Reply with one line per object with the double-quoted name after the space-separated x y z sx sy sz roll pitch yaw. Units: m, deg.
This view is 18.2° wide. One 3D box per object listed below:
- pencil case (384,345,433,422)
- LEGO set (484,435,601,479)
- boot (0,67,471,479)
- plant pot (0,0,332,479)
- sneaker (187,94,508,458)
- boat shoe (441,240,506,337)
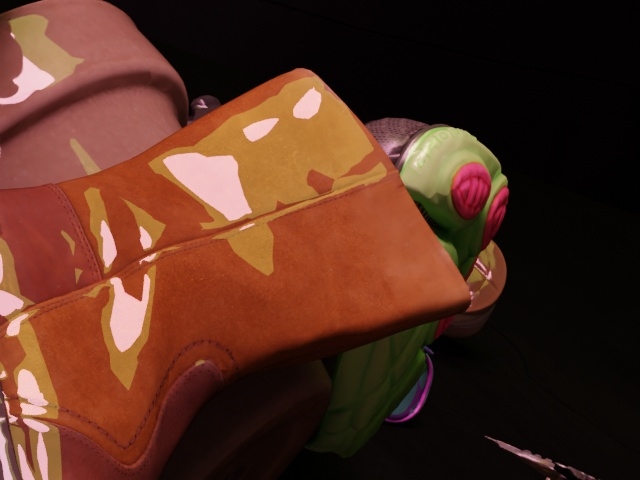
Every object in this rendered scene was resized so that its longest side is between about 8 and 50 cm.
0.024 0.081 1.545 0.070 0.064 0.152 46 -7 -39 "pencil case"
0.201 0.188 0.923 0.331 0.192 0.255 21 3 16 "LEGO set"
-0.047 0.071 0.876 0.280 0.096 0.264 -21 68 -38 "boot"
-0.121 0.046 1.014 0.229 0.263 0.263 44 16 15 "plant pot"
-0.039 0.013 1.206 0.202 0.185 0.483 32 -16 -9 "sneaker"
0.000 0.000 1.835 0.341 0.121 0.110 27 -26 6 "boat shoe"
